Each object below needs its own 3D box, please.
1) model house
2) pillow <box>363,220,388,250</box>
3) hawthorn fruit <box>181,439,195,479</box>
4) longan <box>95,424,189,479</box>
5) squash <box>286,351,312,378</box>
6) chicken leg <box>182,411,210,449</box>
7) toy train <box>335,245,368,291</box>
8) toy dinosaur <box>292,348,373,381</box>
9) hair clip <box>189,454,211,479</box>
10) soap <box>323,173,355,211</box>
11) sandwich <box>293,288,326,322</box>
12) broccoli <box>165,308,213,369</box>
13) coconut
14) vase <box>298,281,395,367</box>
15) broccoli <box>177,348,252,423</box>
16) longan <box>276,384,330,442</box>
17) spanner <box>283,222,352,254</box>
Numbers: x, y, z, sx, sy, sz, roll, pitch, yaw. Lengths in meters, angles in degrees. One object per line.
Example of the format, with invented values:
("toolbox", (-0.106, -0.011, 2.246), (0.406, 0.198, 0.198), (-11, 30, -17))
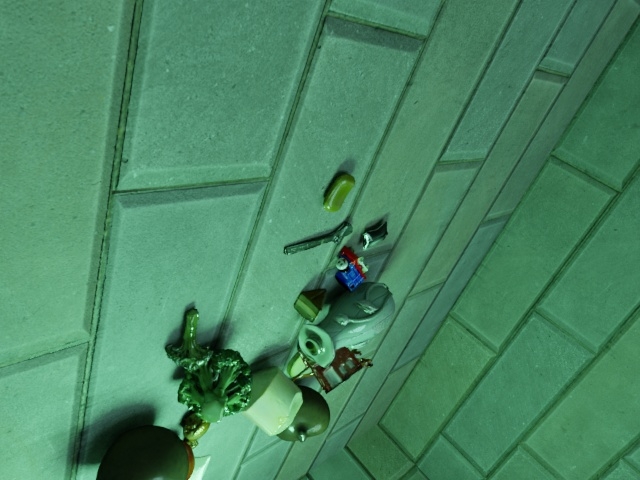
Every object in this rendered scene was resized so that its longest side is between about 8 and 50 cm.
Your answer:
("model house", (0.027, 0.508, 2.128), (0.196, 0.254, 0.160), (-33, 170, -16))
("pillow", (0.218, -0.019, 1.940), (0.136, 0.055, 0.091), (-25, 162, -31))
("hawthorn fruit", (-0.550, 0.826, 1.798), (0.173, 0.173, 0.172), (-33, 147, -25))
("longan", (-0.577, 0.747, 1.574), (0.297, 0.297, 0.297), (-33, 147, -25))
("squash", (-0.064, 0.551, 2.257), (0.219, 0.041, 0.219), (-29, 141, -27))
("chicken leg", (-0.486, 0.744, 1.883), (0.107, 0.087, 0.251), (-10, 141, -32))
("toy train", (0.118, 0.114, 1.934), (0.131, 0.083, 0.204), (-43, 149, -5))
("toy dinosaur", (0.080, 0.558, 2.279), (0.433, 0.097, 0.208), (2, 129, -26))
("hair clip", (-0.576, 0.953, 1.941), (0.173, 0.113, 0.282), (25, 121, -19))
("soap", (0.059, -0.155, 1.579), (0.089, 0.045, 0.140), (6, 119, -58))
("sandwich", (-0.007, 0.258, 1.905), (0.163, 0.113, 0.079), (0, 125, -53))
("broccoli", (-0.397, 0.303, 1.487), (0.118, 0.123, 0.204), (-32, 135, -54))
("coconut", (-0.214, 0.635, 1.968), (0.239, 0.244, 0.239), (-43, -171, 8))
("vase", (0.114, 0.337, 2.007), (0.445, 0.250, 0.249), (-26, 144, -42))
("broccoli", (-0.352, 0.492, 1.607), (0.270, 0.270, 0.270), (-52, -166, 7))
("longan", (-0.099, 0.815, 2.282), (0.300, 0.300, 0.243), (-22, 118, -38))
("spanner", (0.000, 0.000, 1.704), (0.326, 0.026, 0.093), (-17, 137, -41))
